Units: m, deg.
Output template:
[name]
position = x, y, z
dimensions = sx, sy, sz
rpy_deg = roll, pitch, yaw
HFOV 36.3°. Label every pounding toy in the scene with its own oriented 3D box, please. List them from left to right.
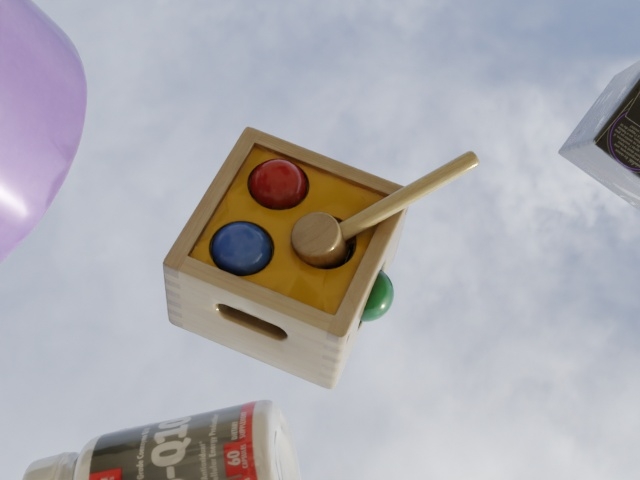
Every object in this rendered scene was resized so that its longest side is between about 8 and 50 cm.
[pounding toy]
position = 0.000, 0.000, 0.576
dimensions = 0.141, 0.100, 0.130
rpy_deg = 21, -122, 9

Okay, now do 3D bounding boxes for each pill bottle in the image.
[pill bottle]
position = -0.171, 0.280, 1.073
dimensions = 0.283, 0.161, 0.161
rpy_deg = -13, -119, 6

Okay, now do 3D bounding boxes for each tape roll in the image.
[tape roll]
position = -0.221, -0.064, 0.503
dimensions = 0.188, 0.080, 0.189
rpy_deg = -11, -118, 21

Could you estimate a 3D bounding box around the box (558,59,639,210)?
[box]
position = 0.430, -0.129, 1.252
dimensions = 0.165, 0.270, 0.143
rpy_deg = 36, -85, 2
